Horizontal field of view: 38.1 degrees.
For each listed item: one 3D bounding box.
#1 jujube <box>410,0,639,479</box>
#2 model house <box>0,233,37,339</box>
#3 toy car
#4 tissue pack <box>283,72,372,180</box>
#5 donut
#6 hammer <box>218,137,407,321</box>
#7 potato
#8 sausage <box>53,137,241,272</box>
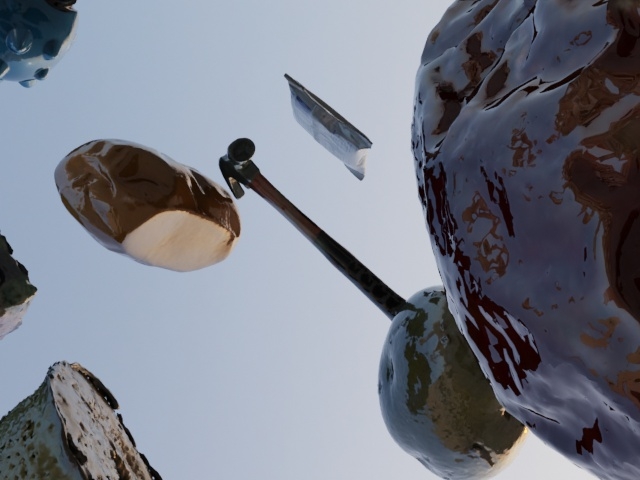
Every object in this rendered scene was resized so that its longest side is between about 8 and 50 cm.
[{"bbox_3d":[0.192,-0.028,0.495,0.276,0.276,0.377,33,-148,-32],"label":"jujube"},{"bbox_3d":[-0.523,0.059,1.114,0.237,0.202,0.237,59,-142,-2],"label":"model house"},{"bbox_3d":[-0.487,-0.326,1.365,0.255,0.188,0.190,28,-127,-31],"label":"toy car"},{"bbox_3d":[0.009,-0.129,1.083,0.122,0.026,0.193,41,176,5],"label":"tissue pack"},{"bbox_3d":[-0.217,0.255,0.885,0.272,0.107,0.272,56,178,3],"label":"donut"},{"bbox_3d":[0.000,0.000,1.032,0.288,0.111,0.033,42,-106,-5],"label":"hammer"},{"bbox_3d":[0.135,0.141,0.923,0.160,0.235,0.178,-41,-115,-21],"label":"potato"},{"bbox_3d":[-0.182,-0.035,1.021,0.136,0.120,0.241,49,-168,30],"label":"sausage"}]
